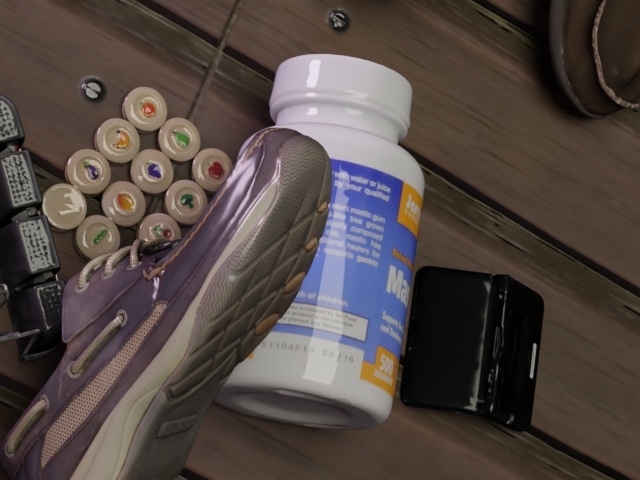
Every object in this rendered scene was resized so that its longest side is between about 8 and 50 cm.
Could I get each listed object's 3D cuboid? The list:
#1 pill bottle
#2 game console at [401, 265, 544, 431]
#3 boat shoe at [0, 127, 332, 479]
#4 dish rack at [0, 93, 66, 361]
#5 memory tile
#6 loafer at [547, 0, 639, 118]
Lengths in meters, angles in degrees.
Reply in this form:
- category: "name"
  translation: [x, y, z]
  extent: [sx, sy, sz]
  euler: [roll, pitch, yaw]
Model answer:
- category: "pill bottle"
  translation: [0.000, 0.000, 1.533]
  extent: [0.152, 0.152, 0.272]
  euler: [17, 73, -23]
- category: "game console"
  translation: [0.131, 0.092, 1.660]
  extent: [0.107, 0.071, 0.122]
  euler: [28, 65, -51]
- category: "boat shoe"
  translation: [-0.124, 0.061, 1.395]
  extent: [0.130, 0.132, 0.355]
  euler: [36, 101, 18]
- category: "dish rack"
  translation: [-0.321, 0.006, 1.420]
  extent: [0.271, 0.074, 0.208]
  euler: [-14, 85, -27]
- category: "memory tile"
  translation: [-0.144, -0.041, 1.550]
  extent: [0.113, 0.012, 0.148]
  euler: [43, 65, -12]
- category: "loafer"
  translation: [0.317, -0.272, 1.702]
  extent: [0.134, 0.130, 0.366]
  euler: [20, 94, -45]
